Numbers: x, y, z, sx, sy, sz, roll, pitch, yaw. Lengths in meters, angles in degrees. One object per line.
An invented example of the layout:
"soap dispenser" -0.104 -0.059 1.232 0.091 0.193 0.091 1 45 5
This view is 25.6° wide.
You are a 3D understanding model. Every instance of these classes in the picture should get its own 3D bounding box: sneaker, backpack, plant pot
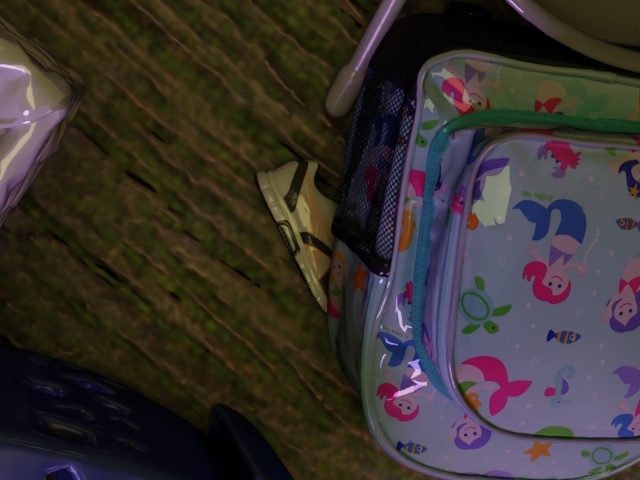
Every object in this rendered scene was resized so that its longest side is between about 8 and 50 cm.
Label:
"sneaker" 0.000 0.000 0.865 0.044 0.040 0.109 -25 96 -4
"backpack" 0.121 0.018 0.796 0.225 0.191 0.253 6 114 -17
"plant pot" -0.127 0.196 0.779 0.212 0.236 0.236 9 94 -12

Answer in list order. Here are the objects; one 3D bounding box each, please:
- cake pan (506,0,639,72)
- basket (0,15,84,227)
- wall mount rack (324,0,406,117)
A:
"cake pan" 0.182 -0.232 0.744 0.293 0.054 0.293 -1 94 -14
"basket" -0.335 -0.040 0.717 0.328 0.266 0.331 36 92 -7
"wall mount rack" -0.007 -0.256 0.808 0.350 0.130 0.304 27 88 -6
